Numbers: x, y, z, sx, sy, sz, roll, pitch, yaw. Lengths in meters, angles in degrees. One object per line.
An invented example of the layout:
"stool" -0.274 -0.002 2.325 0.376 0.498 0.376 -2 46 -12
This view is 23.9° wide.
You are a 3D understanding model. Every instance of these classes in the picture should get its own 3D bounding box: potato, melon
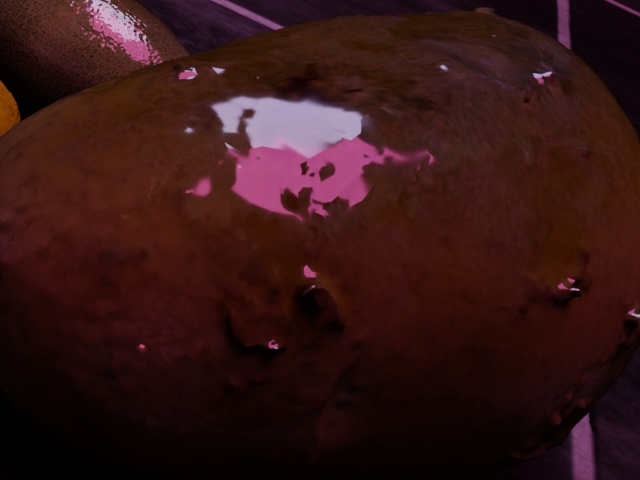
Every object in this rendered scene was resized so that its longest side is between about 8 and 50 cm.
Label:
"potato" 0.008 0.010 0.734 0.359 0.219 0.270 -17 41 -44
"melon" -0.136 -0.106 0.923 0.162 0.099 0.099 36 29 10

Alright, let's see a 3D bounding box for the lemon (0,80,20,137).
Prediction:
"lemon" -0.201 -0.057 0.802 0.082 0.082 0.110 27 24 0
